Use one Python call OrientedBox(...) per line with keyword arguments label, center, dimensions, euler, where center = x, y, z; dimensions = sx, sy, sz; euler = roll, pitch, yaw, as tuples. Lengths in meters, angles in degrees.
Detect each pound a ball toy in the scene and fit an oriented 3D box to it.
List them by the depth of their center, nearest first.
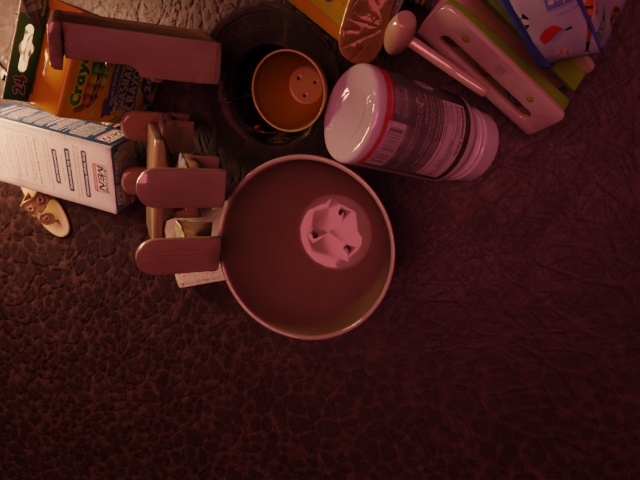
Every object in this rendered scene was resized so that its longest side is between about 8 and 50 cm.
OrientedBox(label="pound a ball toy", center=(0.266, -0.302, 0.809), dimensions=(0.319, 0.135, 0.208), euler=(37, 78, -10))

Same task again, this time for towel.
OrientedBox(label="towel", center=(-0.235, 0.001, 1.126), dimensions=(0.282, 0.049, 0.187), euler=(-10, 94, 20))

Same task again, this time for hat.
OrientedBox(label="hat", center=(-0.079, -0.303, 0.981), dimensions=(0.331, 0.134, 0.332), euler=(10, 116, 21))

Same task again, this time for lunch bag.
OrientedBox(label="lunch bag", center=(0.352, -0.428, 0.687), dimensions=(0.115, 0.243, 0.303), euler=(-3, 58, 52))

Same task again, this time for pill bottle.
OrientedBox(label="pill bottle", center=(0.163, -0.191, 0.837), dimensions=(0.161, 0.283, 0.161), euler=(-15, 73, 57))

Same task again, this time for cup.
OrientedBox(label="cup", center=(0.000, 0.000, 0.950), dimensions=(0.331, 0.237, 0.331), euler=(3, 99, 17))

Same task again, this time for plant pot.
OrientedBox(label="plant pot", center=(-0.040, -0.269, 0.847), dimensions=(0.134, 0.095, 0.134), euler=(8, 116, 17))

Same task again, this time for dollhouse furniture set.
OrientedBox(label="dollhouse furniture set", center=(-0.340, -0.184, 0.884), dimensions=(0.256, 0.362, 0.394), euler=(-2, 120, -26))

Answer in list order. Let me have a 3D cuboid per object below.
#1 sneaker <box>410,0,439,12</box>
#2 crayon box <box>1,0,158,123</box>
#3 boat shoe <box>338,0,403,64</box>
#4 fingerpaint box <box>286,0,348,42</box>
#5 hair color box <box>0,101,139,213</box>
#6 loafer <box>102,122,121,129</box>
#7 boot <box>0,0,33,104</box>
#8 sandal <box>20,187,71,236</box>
OrientedBox(label="sneaker", center=(0.291, -0.526, 0.852), dimensions=(0.121, 0.111, 0.300), euler=(41, 114, -3))
OrientedBox(label="crayon box", center=(-0.463, -0.354, 0.990), dimensions=(0.083, 0.323, 0.203), euler=(26, 106, 13))
OrientedBox(label="boat shoe", center=(0.102, -0.429, 0.766), dimensions=(0.098, 0.096, 0.277), euler=(25, 122, 2))
OrientedBox(label="fingerpaint box", center=(0.037, -0.619, 0.792), dimensions=(0.371, 0.163, 0.445), euler=(30, 110, -24))
OrientedBox(label="hair color box", center=(-0.612, -0.199, 1.142), dimensions=(0.347, 0.105, 0.174), euler=(16, 123, 10))
OrientedBox(label="loafer", center=(-0.529, -0.257, 1.178), dimensions=(0.039, 0.045, 0.125), euler=(46, 106, -1))
OrientedBox(label="boot", center=(-0.682, -0.462, 1.165), dimensions=(0.263, 0.091, 0.229), euler=(37, 108, 11))
OrientedBox(label="sandal", center=(-0.755, -0.107, 1.253), dimensions=(0.088, 0.079, 0.240), euler=(-30, 89, 20))
